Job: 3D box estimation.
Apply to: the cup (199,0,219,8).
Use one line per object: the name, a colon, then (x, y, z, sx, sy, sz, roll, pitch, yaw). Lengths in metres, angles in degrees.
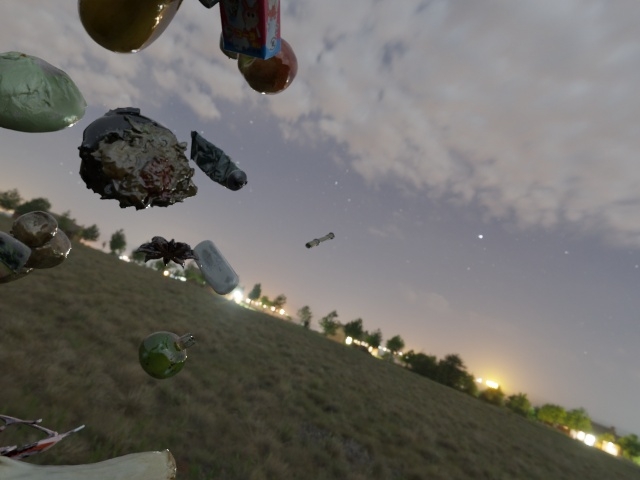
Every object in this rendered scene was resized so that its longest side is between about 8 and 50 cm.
cup: (-0.298, -0.683, 1.102, 0.078, 0.077, 0.100, 37, -9, 30)

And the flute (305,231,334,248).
flute: (0.000, 0.000, 1.403, 0.027, 0.027, 0.233, 17, 14, 17)

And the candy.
candy: (-0.204, -0.697, 1.182, 0.158, 0.100, 0.305, 22, -45, 17)

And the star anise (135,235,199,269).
star anise: (-0.358, 0.026, 0.973, 0.141, 0.042, 0.141, -1, -30, -1)

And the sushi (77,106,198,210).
sushi: (-0.407, -0.174, 0.940, 0.219, 0.239, 0.224, 27, -39, 44)

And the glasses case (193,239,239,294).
glasses case: (-0.358, 0.088, 1.399, 0.233, 0.092, 0.059, 48, -7, 33)

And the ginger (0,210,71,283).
ginger: (-0.866, 0.020, 1.204, 0.304, 0.155, 0.244, -27, -17, 6)

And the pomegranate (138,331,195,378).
pomegranate: (-0.569, 0.416, 1.554, 0.179, 0.210, 0.180, 58, 2, -3)

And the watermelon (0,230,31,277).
watermelon: (-0.746, 0.012, 0.895, 0.193, 0.137, 0.145, 21, -33, 46)

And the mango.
mango: (-0.575, -0.785, 1.304, 0.446, 0.300, 0.232, -33, -78, 30)

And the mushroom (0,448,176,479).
mushroom: (-0.415, 0.425, 0.715, 0.095, 0.122, 0.351, 9, -12, 47)

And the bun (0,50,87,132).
bun: (-0.856, -0.454, 1.213, 0.294, 0.293, 0.187, 22, -53, -7)

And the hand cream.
hand cream: (-0.255, -0.186, 0.991, 0.248, 0.075, 0.052, 38, 11, 35)

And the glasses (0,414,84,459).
glasses: (-0.576, 0.352, 0.738, 0.256, 0.095, 0.162, -7, -22, -13)

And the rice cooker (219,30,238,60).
rice cooker: (-0.364, -0.893, 1.888, 0.207, 0.127, 0.145, -13, 57, -47)

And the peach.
peach: (-0.193, -0.678, 1.614, 0.233, 0.232, 0.257, 14, 3, 29)
